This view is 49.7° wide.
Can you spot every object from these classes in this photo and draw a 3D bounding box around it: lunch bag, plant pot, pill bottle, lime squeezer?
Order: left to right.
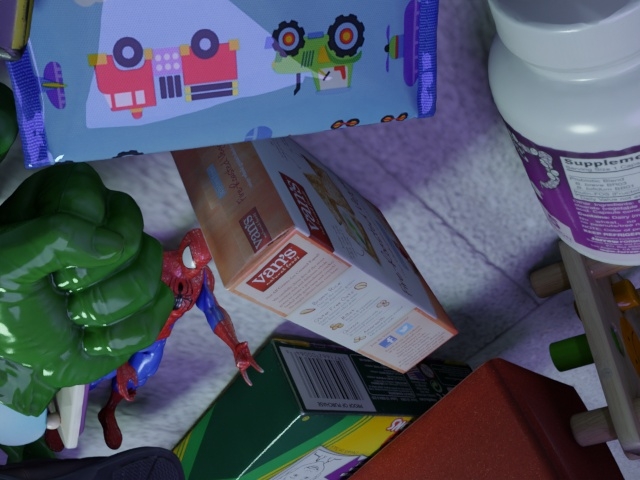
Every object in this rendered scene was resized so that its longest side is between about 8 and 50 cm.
[{"bbox_3d":[-0.316,0.237,0.711,0.109,0.059,0.310,16,133,-1],"label":"lime squeezer"},{"bbox_3d":[-0.053,-0.202,0.323,0.220,0.138,0.293,-10,129,-17],"label":"lunch bag"},{"bbox_3d":[0.224,0.330,0.809,0.267,0.236,0.267,-45,140,17],"label":"plant pot"},{"bbox_3d":[0.229,-0.113,0.542,0.169,0.169,0.301,-35,141,9],"label":"pill bottle"}]

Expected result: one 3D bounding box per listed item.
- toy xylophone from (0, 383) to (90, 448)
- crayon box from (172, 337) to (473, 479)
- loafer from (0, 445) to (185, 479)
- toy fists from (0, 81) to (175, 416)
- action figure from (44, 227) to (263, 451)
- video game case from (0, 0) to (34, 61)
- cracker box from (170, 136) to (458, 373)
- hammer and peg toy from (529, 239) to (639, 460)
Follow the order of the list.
[{"bbox_3d":[-0.333,0.091,0.491,0.322,0.081,0.236,-7,136,-19],"label":"toy xylophone"},{"bbox_3d":[0.006,0.277,0.888,0.362,0.106,0.313,15,125,-41],"label":"crayon box"},{"bbox_3d":[-0.267,0.247,0.613,0.095,0.109,0.302,-11,170,43],"label":"loafer"},{"bbox_3d":[-0.204,-0.015,0.404,0.142,0.096,0.279,-44,119,-4],"label":"toy fists"},{"bbox_3d":[-0.151,0.117,0.602,0.091,0.139,0.280,9,126,-39],"label":"action figure"},{"bbox_3d":[-0.212,-0.205,0.191,0.274,0.035,0.248,9,114,-21],"label":"video game case"},{"bbox_3d":[0.000,0.000,0.538,0.067,0.156,0.232,-41,140,15],"label":"cracker box"},{"bbox_3d":[0.389,0.192,0.834,0.127,0.362,0.266,-26,147,30],"label":"hammer and peg toy"}]
